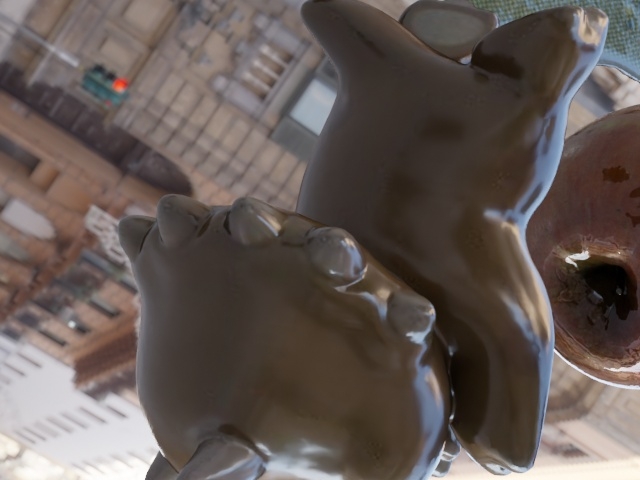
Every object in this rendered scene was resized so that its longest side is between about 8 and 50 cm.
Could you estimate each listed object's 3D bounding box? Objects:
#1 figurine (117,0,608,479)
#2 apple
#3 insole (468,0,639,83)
[{"bbox_3d":[0.001,0.004,0.502,0.177,0.173,0.247,-145,-114,-70],"label":"figurine"},{"bbox_3d":[0.296,0.001,1.042,0.253,0.253,0.253,-51,-164,20],"label":"apple"},{"bbox_3d":[0.193,-0.156,0.774,0.109,0.322,0.007,-64,-149,7],"label":"insole"}]
